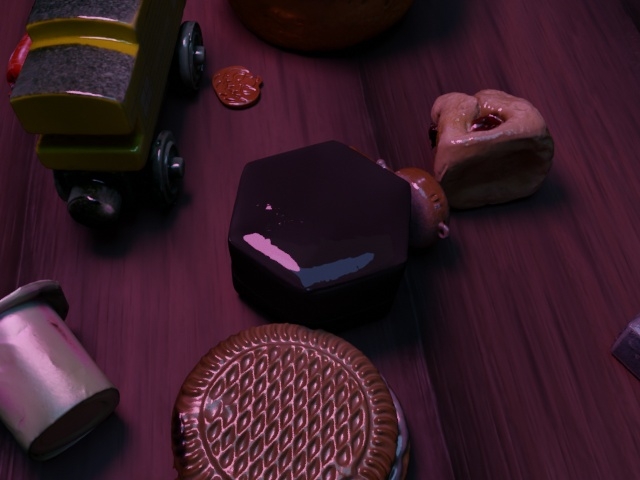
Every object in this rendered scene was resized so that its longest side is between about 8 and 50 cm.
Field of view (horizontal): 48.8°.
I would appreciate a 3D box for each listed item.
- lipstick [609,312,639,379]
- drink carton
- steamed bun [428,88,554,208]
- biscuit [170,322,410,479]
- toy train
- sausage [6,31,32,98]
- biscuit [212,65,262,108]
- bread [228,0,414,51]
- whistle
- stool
[{"bbox_3d":[0.462,0.192,0.787,0.076,0.077,0.289,-32,61,-22],"label":"lipstick"},{"bbox_3d":[-0.300,0.146,0.760,0.144,0.146,0.142,-38,73,-24],"label":"drink carton"},{"bbox_3d":[0.220,-0.145,0.981,0.172,0.140,0.155,-12,52,-6],"label":"steamed bun"},{"bbox_3d":[-0.030,0.206,0.757,0.260,0.079,0.259,1,55,-1],"label":"biscuit"},{"bbox_3d":[-0.270,-0.241,0.947,0.179,0.272,0.441,1,55,2],"label":"toy train"},{"bbox_3d":[-0.426,-0.322,1.120,0.074,0.074,0.273,10,56,5],"label":"sausage"},{"bbox_3d":[-0.128,-0.244,1.109,0.078,0.015,0.091,-22,59,-16],"label":"biscuit"},{"bbox_3d":[0.005,-0.491,1.148,0.399,0.215,0.397,-2,61,4],"label":"bread"},{"bbox_3d":[0.101,-0.065,0.949,0.057,0.107,0.220,-24,44,-27],"label":"whistle"},{"bbox_3d":[0.000,0.000,0.866,0.233,0.141,0.232,1,54,-2],"label":"stool"}]
